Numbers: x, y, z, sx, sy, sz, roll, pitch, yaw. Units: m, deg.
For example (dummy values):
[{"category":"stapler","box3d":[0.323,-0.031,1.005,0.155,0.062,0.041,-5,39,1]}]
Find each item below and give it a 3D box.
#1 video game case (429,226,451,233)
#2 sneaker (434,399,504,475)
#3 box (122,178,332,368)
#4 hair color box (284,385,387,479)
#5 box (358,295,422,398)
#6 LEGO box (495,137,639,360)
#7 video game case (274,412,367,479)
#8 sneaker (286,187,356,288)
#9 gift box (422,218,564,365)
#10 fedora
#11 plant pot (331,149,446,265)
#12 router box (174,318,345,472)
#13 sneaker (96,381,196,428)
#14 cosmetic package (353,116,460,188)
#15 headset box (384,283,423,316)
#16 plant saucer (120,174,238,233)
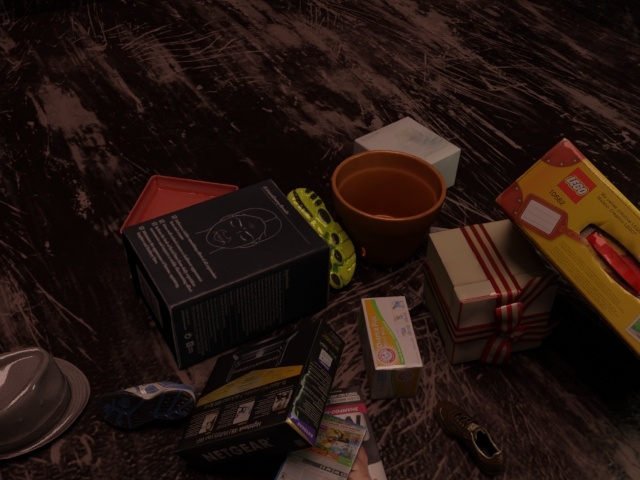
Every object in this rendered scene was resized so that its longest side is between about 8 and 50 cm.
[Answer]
[{"category":"video game case","box3d":[0.388,0.042,1.817,0.201,0.023,0.183,8,42,4]},{"category":"sneaker","box3d":[0.309,0.386,1.399,0.066,0.071,0.188,-23,49,-26]},{"category":"box","box3d":[-0.218,0.066,1.619,0.396,0.212,0.293,-21,47,-23]},{"category":"hair color box","box3d":[0.032,0.453,1.288,0.174,0.105,0.347,-7,44,-10]},{"category":"box","box3d":[0.151,0.236,1.524,0.103,0.114,0.203,-3,44,-6]},{"category":"LEGO box","box3d":[0.638,0.051,1.458,0.500,0.193,0.372,52,17,18]},{"category":"video game case","box3d":[0.003,0.395,1.259,0.119,0.015,0.166,15,45,17]},{"category":"sneaker","box3d":[0.000,0.000,1.782,0.109,0.123,0.295,-17,65,-22]},{"category":"gift box","box3d":[0.399,0.115,1.559,0.276,0.255,0.258,-13,45,-3]},{"category":"fedora","box3d":[-0.622,0.308,1.397,0.244,0.124,0.275,33,50,28]},{"category":"plant pot","box3d":[0.170,-0.074,1.798,0.291,0.203,0.290,1,43,-1]},{"category":"router box","box3d":[-0.116,0.303,1.330,0.309,0.081,0.243,-24,29,35]},{"category":"sneaker","box3d":[-0.359,0.339,1.428,0.211,0.080,0.081,-3,8,4]},{"category":"cosmetic package","box3d":[0.249,-0.232,2.025,0.224,0.138,0.225,-28,49,-29]},{"category":"headset box","box3d":[0.207,0.153,1.678,0.062,0.032,0.083,-28,49,-29]},{"category":"plant saucer","box3d":[-0.380,-0.072,1.883,0.259,0.047,0.259,8,43,6]}]
